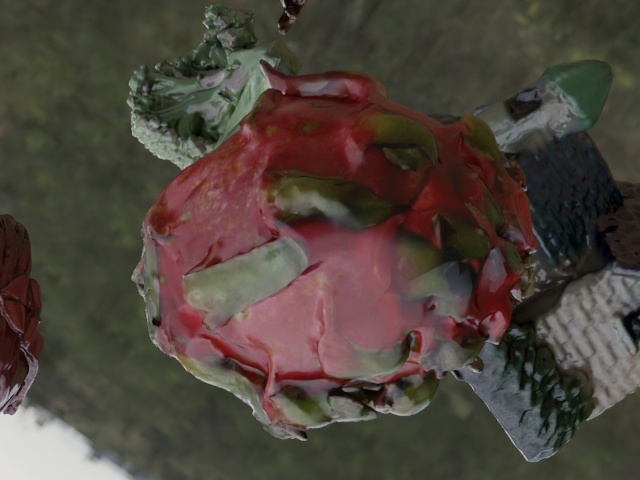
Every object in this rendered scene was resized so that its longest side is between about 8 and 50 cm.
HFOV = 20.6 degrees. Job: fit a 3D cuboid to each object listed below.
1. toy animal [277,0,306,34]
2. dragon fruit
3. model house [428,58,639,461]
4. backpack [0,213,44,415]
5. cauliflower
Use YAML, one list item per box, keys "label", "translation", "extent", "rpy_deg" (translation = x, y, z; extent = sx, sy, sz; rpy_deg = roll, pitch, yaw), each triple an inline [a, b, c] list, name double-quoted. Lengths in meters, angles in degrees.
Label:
- label: "toy animal"
  translation: [-0.081, -0.333, 1.966]
  extent: [0.185, 0.122, 0.298]
  rpy_deg: [31, -162, -5]
- label: "dragon fruit"
  translation: [0.004, 0.010, 1.270]
  extent: [0.231, 0.302, 0.237]
  rpy_deg: [-88, -23, -55]
- label: "model house"
  translation: [0.226, -0.001, 1.669]
  extent: [0.298, 0.284, 0.243]
  rpy_deg: [54, -171, -26]
- label: "backpack"
  translation: [-0.319, 0.073, 1.617]
  extent: [0.139, 0.229, 0.229]
  rpy_deg: [16, 177, -16]
- label: "cauliflower"
  translation: [-0.088, -0.170, 2.145]
  extent: [0.256, 0.239, 0.315]
  rpy_deg: [41, 145, -5]
